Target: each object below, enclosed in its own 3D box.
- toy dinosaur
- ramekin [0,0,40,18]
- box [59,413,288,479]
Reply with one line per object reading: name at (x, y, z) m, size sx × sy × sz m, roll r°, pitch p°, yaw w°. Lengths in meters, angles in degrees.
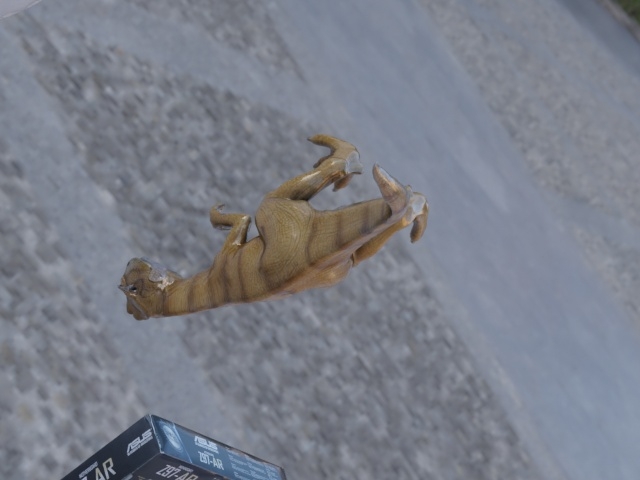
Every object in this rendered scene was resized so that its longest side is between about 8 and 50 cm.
toy dinosaur at (0.000, 0.000, 0.527) m, size 0.112 × 0.211 × 0.064 m, roll -42°, pitch 102°, yaw -41°
ramekin at (-0.168, -0.185, 0.545) m, size 0.207 × 0.207 × 0.109 m, roll 44°, pitch 1°, yaw -24°
box at (-0.060, 0.101, 0.500) m, size 0.083 × 0.067 × 0.018 m, roll 32°, pitch 26°, yaw -47°
